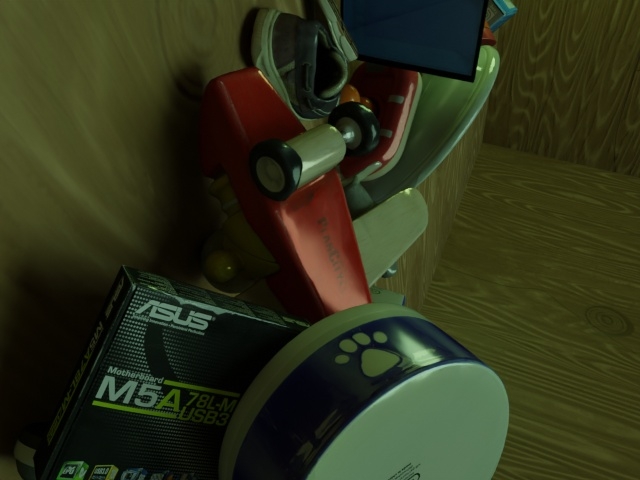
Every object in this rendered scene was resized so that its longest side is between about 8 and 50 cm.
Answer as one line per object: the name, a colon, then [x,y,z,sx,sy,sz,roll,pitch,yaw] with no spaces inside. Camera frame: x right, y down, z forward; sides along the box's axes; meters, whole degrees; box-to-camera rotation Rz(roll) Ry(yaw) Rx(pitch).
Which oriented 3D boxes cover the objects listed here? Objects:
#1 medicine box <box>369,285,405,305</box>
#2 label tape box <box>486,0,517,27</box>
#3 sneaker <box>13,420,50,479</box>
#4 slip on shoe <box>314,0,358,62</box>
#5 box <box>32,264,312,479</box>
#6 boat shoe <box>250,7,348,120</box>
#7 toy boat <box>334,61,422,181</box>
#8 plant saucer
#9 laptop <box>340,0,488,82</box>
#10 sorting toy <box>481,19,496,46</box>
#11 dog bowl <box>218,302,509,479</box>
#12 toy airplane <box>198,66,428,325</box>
medicine box: [0.090,0.273,1.439,0.263,0.149,0.289,-39,143,-76]
label tape box: [0.285,-0.451,1.443,0.333,0.106,0.240,-40,-179,31]
sneaker: [-0.228,0.293,0.624,0.295,0.123,0.179,57,49,-59]
slip on shoe: [0.010,-0.314,0.886,0.135,0.041,0.051,54,27,-41]
box: [-0.115,0.133,0.525,0.190,0.045,0.184,23,100,-35]
boat shoe: [-0.008,-0.226,0.844,0.285,0.092,0.103,28,76,-73]
toy boat: [0.068,-0.221,1.061,0.151,0.151,0.231,17,88,-42]
plant saucer: [0.176,-0.239,1.214,0.400,0.100,0.400,-50,-166,17]
laptop: [0.111,-0.331,0.879,0.264,0.234,0.137,-20,124,-69]
sorting toy: [0.206,-0.447,1.164,0.365,0.127,0.126,-4,93,-44]
dog bowl: [0.046,0.197,0.568,0.264,0.104,0.265,-16,121,-29]
toy airplane: [-0.033,0.046,0.723,0.386,0.272,0.385,26,73,-42]
